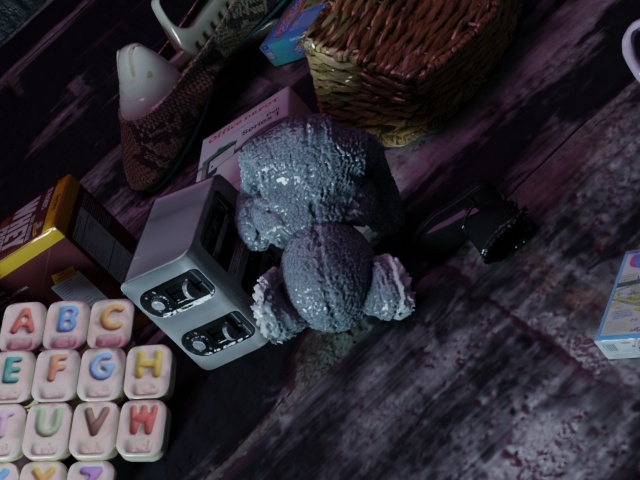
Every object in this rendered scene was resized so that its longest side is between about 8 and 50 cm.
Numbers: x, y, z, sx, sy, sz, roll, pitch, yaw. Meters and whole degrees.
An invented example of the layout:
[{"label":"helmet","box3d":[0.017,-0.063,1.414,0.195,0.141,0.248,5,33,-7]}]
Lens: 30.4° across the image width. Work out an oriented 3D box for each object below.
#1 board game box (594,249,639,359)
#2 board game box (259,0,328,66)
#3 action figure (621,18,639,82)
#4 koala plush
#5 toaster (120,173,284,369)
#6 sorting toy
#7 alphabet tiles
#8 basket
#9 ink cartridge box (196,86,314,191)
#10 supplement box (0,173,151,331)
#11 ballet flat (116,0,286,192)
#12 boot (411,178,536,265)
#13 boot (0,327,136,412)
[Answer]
[{"label":"board game box","box3d":[0.312,0.046,0.975,0.154,0.026,0.103,-9,42,45]},{"label":"board game box","box3d":[0.018,-0.366,1.886,0.210,0.047,0.160,-8,43,46]},{"label":"action figure","box3d":[0.494,-0.244,1.044,0.370,0.248,0.276,-46,2,-7]},{"label":"koala plush","box3d":[0.000,0.000,1.268,0.196,0.203,0.221,-7,64,1]},{"label":"toaster","box3d":[-0.130,0.032,1.398,0.110,0.168,0.186,-21,36,29]},{"label":"sorting toy","box3d":[-0.130,-0.377,2.102,0.193,0.038,0.208,-29,26,22]},{"label":"alphabet tiles","box3d":[-0.312,0.192,1.380,0.284,0.021,0.278,-3,58,10]},{"label":"basket","box3d":[0.141,-0.256,1.536,0.213,0.223,0.299,21,61,22]},{"label":"ink cartridge box","box3d":[-0.081,-0.087,1.575,0.160,0.092,0.219,-30,31,20]},{"label":"supplement box","box3d":[-0.357,0.053,1.615,0.191,0.194,0.129,-30,30,19]},{"label":"ballet flat","box3d":[-0.221,-0.316,1.913,0.164,0.182,0.483,15,68,49]},{"label":"boot","box3d":[0.159,-0.005,1.224,0.121,0.045,0.099,-41,34,4]},{"label":"boot","box3d":[-0.385,0.145,1.509,0.262,0.203,0.095,-25,33,31]}]
